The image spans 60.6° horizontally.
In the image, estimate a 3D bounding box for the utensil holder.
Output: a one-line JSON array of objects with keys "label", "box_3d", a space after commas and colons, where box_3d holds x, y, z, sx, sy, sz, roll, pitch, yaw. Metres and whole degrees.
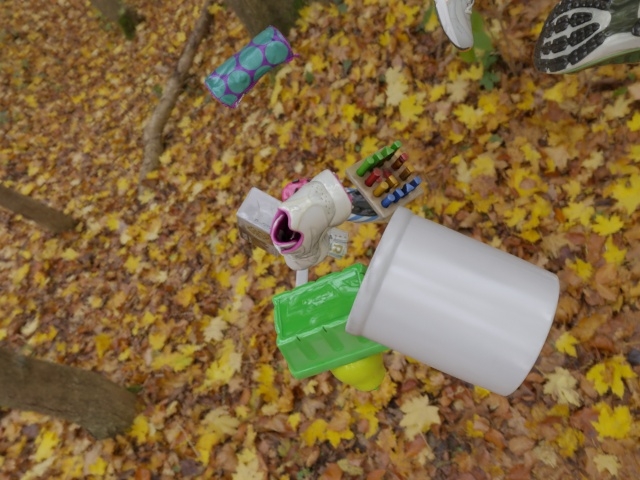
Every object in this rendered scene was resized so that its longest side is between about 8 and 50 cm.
[{"label": "utensil holder", "box_3d": [0.297, 0.142, 1.271, 0.386, 0.327, 0.327, 24, 69, 9]}]

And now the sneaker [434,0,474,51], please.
[{"label": "sneaker", "box_3d": [0.283, -0.517, 1.092, 0.121, 0.262, 0.099, -13, 8, 23]}]

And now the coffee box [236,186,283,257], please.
[{"label": "coffee box", "box_3d": [-0.188, -0.057, 1.912, 0.168, 0.297, 0.118, 29, 75, 1]}]

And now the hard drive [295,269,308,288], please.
[{"label": "hard drive", "box_3d": [-0.067, 0.107, 2.007, 0.040, 0.307, 0.202, 4, 73, -2]}]

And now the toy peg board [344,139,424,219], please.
[{"label": "toy peg board", "box_3d": [0.178, -0.165, 1.394, 0.161, 0.160, 0.079, -33, -9, -30]}]

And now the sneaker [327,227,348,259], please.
[{"label": "sneaker", "box_3d": [0.000, 0.000, 1.664, 0.169, 0.292, 0.108, 22, 109, 13]}]

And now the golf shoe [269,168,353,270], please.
[{"label": "golf shoe", "box_3d": [-0.046, -0.017, 1.034, 0.140, 0.306, 0.115, -29, 72, -27]}]

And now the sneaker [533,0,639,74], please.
[{"label": "sneaker", "box_3d": [0.564, -0.361, 0.983, 0.410, 0.182, 0.157, 20, 95, 65]}]

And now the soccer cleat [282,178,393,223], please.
[{"label": "soccer cleat", "box_3d": [0.050, -0.096, 1.558, 0.332, 0.143, 0.115, 9, 75, 26]}]

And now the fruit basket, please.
[{"label": "fruit basket", "box_3d": [0.076, 0.277, 1.626, 0.392, 0.392, 0.282, -25, 50, 18]}]

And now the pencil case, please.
[{"label": "pencil case", "box_3d": [-0.114, -0.283, 0.903, 0.152, 0.070, 0.064, -39, 1, 5]}]
